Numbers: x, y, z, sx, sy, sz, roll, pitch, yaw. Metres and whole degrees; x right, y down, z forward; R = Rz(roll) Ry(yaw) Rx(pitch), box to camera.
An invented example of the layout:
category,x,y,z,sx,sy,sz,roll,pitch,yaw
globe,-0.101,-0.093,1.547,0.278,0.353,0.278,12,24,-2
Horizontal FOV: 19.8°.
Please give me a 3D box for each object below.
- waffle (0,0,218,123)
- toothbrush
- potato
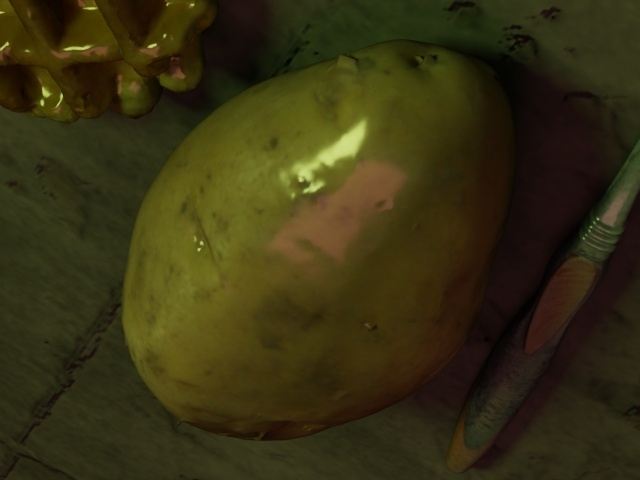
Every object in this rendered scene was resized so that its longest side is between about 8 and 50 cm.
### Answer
category,x,y,z,sx,sy,sz,roll,pitch,yaw
waffle,-0.165,-0.160,0.755,0.301,0.058,0.281,17,141,9
toothbrush,0.115,0.020,0.850,0.028,0.037,0.375,25,145,2
potato,-0.005,-0.001,0.819,0.161,0.128,0.235,7,137,-5
